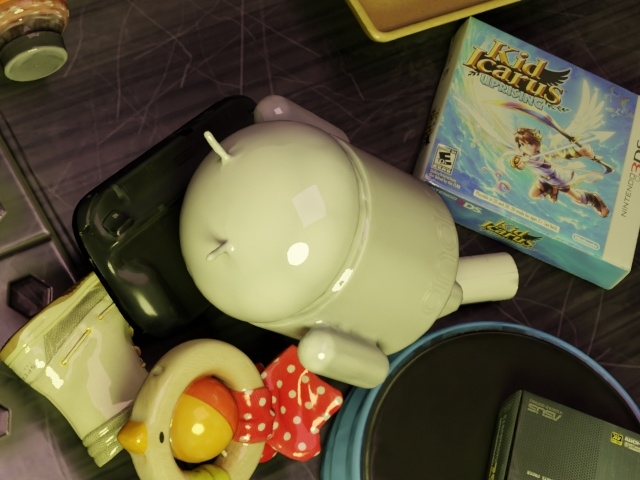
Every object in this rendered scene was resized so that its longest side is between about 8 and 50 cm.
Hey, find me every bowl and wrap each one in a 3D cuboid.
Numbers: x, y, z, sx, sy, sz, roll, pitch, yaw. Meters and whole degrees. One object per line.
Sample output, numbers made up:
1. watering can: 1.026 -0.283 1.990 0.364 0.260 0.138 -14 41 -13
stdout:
1. bowl: 0.194 0.266 1.772 0.391 0.077 0.391 9 63 -17

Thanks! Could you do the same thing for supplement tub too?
1. supplement tub: -0.332 -0.271 1.810 0.106 0.106 0.198 -12 70 -26

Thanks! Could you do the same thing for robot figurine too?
1. robot figurine: 0.000 0.000 1.680 0.353 0.200 0.300 22 47 -51

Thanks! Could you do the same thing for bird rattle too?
1. bird rattle: -0.094 0.185 1.622 0.253 0.143 0.207 -50 131 -22

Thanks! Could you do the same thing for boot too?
1. boot: -0.194 0.110 1.697 0.165 0.077 0.213 48 54 2

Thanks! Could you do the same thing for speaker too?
1. speaker: 0.149 0.045 1.874 0.136 0.055 0.055 -6 68 -25

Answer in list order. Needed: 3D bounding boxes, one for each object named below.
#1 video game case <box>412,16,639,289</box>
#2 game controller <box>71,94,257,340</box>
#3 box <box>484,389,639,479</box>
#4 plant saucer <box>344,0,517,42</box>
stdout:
1. video game case: 0.256 -0.105 1.987 0.269 0.061 0.244 23 58 -9
2. game controller: -0.123 -0.029 1.752 0.319 0.067 0.166 -41 112 -47
3. box: 0.277 0.276 1.720 0.232 0.059 0.183 22 61 -10
4. plant saucer: 0.109 -0.388 2.045 0.333 0.081 0.333 -20 70 -28
